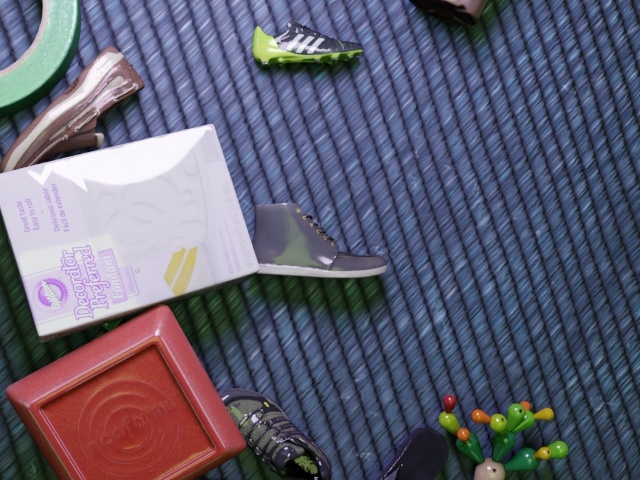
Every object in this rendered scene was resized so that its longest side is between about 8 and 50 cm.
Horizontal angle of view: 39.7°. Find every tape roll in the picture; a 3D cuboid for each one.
[{"bbox_3d":[-0.523,-0.343,1.319,0.322,0.077,0.321,0,88,-11],"label":"tape roll"}]

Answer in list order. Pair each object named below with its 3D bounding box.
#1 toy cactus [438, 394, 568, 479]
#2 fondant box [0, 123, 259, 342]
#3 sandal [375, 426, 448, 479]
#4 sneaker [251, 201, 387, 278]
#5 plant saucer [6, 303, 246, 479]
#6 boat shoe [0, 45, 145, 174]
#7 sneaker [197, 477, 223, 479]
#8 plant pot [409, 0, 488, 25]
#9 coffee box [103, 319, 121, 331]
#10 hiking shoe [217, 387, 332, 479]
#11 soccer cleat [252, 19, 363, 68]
[{"bbox_3d":[0.285,0.341,1.452,0.219,0.112,0.180,14,105,-12],"label":"toy cactus"},{"bbox_3d":[-0.284,-0.014,1.309,0.331,0.096,0.238,-17,85,-19],"label":"fondant box"},{"bbox_3d":[0.124,0.401,1.390,0.097,0.054,0.254,39,64,-13],"label":"sandal"},{"bbox_3d":[0.000,0.000,1.403,0.222,0.083,0.118,3,88,-9],"label":"sneaker"},{"bbox_3d":[-0.273,0.263,1.267,0.259,0.048,0.259,-29,101,-7],"label":"plant saucer"},{"bbox_3d":[-0.367,-0.173,1.336,0.095,0.095,0.257,43,81,-13],"label":"boat shoe"},{"bbox_3d":[-0.123,0.466,1.361,0.282,0.106,0.162,10,94,-8],"label":"sneaker"},{"bbox_3d":[0.224,-0.446,1.424,0.167,0.167,0.165,23,92,-9],"label":"plant pot"},{"bbox_3d":[-0.354,0.041,1.357,0.184,0.040,0.113,39,80,-7],"label":"coffee box"},{"bbox_3d":[-0.068,0.305,1.366,0.227,0.114,0.086,36,82,-8],"label":"hiking shoe"},{"bbox_3d":[-0.020,-0.317,1.420,0.179,0.060,0.072,-3,88,-8],"label":"soccer cleat"}]
